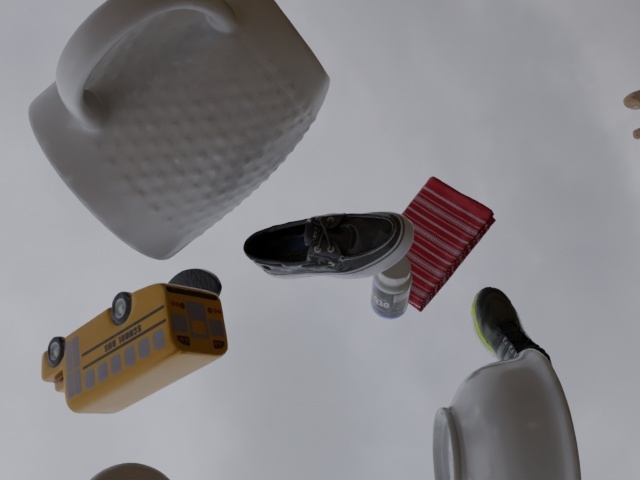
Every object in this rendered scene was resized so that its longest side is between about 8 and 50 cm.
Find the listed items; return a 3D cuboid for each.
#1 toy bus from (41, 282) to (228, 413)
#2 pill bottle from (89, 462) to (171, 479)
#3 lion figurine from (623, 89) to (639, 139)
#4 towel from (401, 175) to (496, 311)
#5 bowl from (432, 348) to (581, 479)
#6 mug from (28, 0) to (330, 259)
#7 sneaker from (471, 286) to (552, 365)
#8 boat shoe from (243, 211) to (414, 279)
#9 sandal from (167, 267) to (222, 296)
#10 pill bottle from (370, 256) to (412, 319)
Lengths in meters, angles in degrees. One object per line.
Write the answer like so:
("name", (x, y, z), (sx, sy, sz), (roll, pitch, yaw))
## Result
("toy bus", (-0.291, 0.169, 1.059), (0.108, 0.332, 0.130), (16, -128, -48))
("pill bottle", (-0.259, 0.366, 0.839), (0.131, 0.229, 0.131), (20, -134, -22))
("lion figurine", (0.449, -0.059, 0.805), (0.392, 0.142, 0.240), (7, -114, -56))
("towel", (0.241, 0.001, 1.587), (0.199, 0.275, 0.031), (39, 180, 35))
("bowl", (0.228, 0.294, 0.937), (0.134, 0.298, 0.298), (0, -132, -1))
("mug", (-0.177, -0.188, 0.893), (0.276, 0.328, 0.374), (55, -174, 18))
("sneaker", (0.418, 0.228, 1.458), (0.111, 0.121, 0.300), (-21, -104, -17))
("boat shoe", (0.000, 0.000, 0.853), (0.076, 0.228, 0.080), (29, -117, -47))
("sandal", (-0.273, 0.138, 1.343), (0.054, 0.254, 0.097), (-3, -124, -55))
("pill bottle", (0.141, 0.089, 1.387), (0.078, 0.137, 0.078), (0, -129, 0))
